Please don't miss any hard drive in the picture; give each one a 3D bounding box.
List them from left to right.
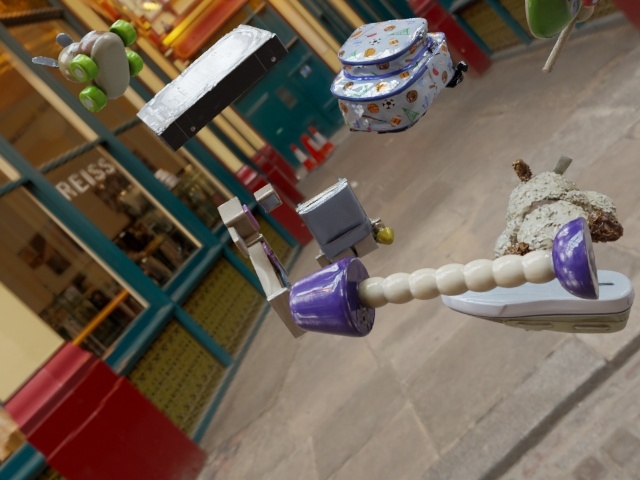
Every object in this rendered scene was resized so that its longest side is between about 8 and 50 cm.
[{"bbox_3d":[-0.254,-0.356,1.706,0.339,0.064,0.237,-43,32,-4],"label":"hard drive"}]

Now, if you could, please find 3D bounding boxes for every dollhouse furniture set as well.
[{"bbox_3d":[0.000,0.000,1.574,0.303,0.286,0.198,-31,42,0],"label":"dollhouse furniture set"}]

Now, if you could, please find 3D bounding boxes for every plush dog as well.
[{"bbox_3d":[0.454,-0.038,1.474,0.262,0.211,0.225,-25,26,13],"label":"plush dog"}]

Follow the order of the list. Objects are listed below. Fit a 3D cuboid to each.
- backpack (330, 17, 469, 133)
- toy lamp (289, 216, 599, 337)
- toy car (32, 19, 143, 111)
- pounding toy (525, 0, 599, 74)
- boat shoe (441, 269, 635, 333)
[{"bbox_3d":[0.156,-0.370,1.713,0.276,0.213,0.263,0,51,38],"label":"backpack"},{"bbox_3d":[0.102,0.040,0.675,0.274,0.080,0.080,-11,24,25],"label":"toy lamp"},{"bbox_3d":[-0.490,-0.377,1.539,0.155,0.188,0.149,-56,-21,-33],"label":"toy car"},{"bbox_3d":[0.441,-0.418,1.286,0.110,0.237,0.183,15,70,33],"label":"pounding toy"},{"bbox_3d":[0.347,0.107,1.219,0.302,0.094,0.109,1,34,22],"label":"boat shoe"}]
